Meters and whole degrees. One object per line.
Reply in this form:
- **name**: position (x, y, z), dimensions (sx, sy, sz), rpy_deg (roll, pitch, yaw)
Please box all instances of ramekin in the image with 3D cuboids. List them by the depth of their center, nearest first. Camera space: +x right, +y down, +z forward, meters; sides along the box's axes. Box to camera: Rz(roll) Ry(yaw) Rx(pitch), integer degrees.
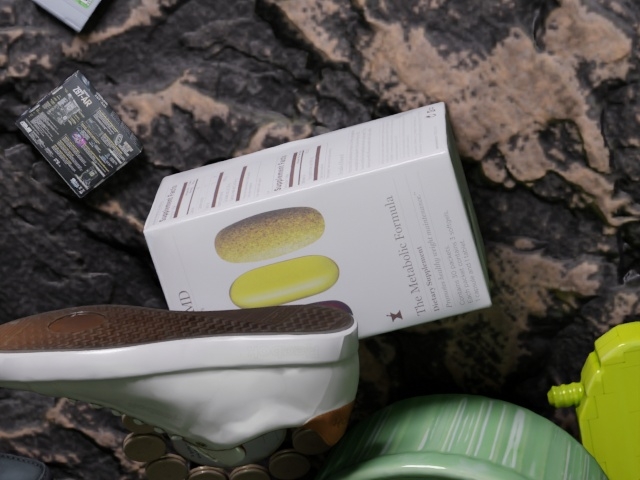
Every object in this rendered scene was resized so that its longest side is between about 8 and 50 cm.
- **ramekin**: position (0.112, 0.273, 1.581), dimensions (0.303, 0.148, 0.303), rpy_deg (6, 119, 12)

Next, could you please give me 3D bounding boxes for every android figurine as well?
- **android figurine**: position (0.329, 0.139, 1.601), dimensions (0.273, 0.056, 0.248), rpy_deg (-12, 110, 6)

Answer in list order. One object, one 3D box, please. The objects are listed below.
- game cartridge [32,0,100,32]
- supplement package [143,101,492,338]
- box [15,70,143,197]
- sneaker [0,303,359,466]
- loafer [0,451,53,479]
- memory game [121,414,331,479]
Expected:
- **game cartridge**: position (-0.192, -0.213, 1.514), dimensions (0.056, 0.017, 0.083), rpy_deg (34, 108, -6)
- **supplement package**: position (0.000, 0.000, 1.521), dimensions (0.244, 0.134, 0.139), rpy_deg (-15, 109, 8)
- **box**: position (-0.196, -0.087, 1.558), dimensions (0.067, 0.018, 0.083), rpy_deg (-37, 105, 14)
- **sneaker**: position (-0.116, 0.118, 1.443), dimensions (0.290, 0.106, 0.123), rpy_deg (1, 109, 4)
- **loafer**: position (-0.341, 0.199, 1.638), dimensions (0.223, 0.076, 0.078), rpy_deg (2, 118, 6)
- **memory game**: position (-0.077, 0.158, 1.606), dimensions (0.186, 0.012, 0.186), rpy_deg (-4, 137, -4)
